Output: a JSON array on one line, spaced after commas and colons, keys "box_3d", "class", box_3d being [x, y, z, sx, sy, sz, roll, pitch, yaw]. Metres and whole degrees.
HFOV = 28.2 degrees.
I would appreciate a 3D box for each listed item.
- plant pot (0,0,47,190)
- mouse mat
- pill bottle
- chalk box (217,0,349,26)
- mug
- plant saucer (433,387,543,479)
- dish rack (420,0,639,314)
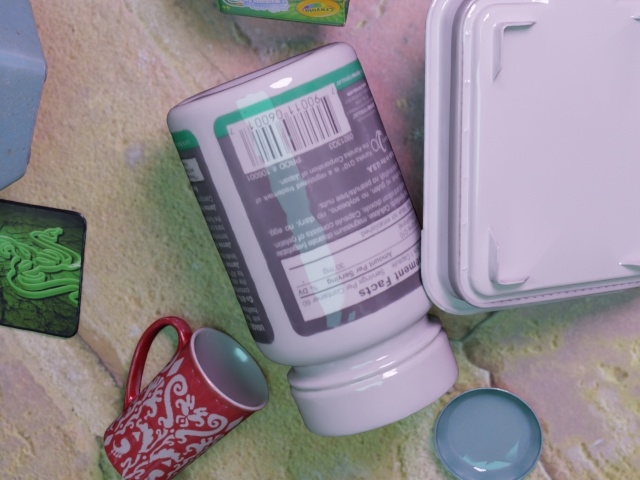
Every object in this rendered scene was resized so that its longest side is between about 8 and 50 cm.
[{"box_3d": [-0.416, -0.166, 1.277, 0.252, 0.247, 0.248, 2, 130, -25], "class": "plant pot"}, {"box_3d": [-0.363, 0.027, 1.459, 0.189, 0.007, 0.153, 9, 105, 6], "class": "mouse mat"}, {"box_3d": [0.000, 0.000, 1.288, 0.204, 0.204, 0.361, -18, 101, 13], "class": "pill bottle"}, {"box_3d": [-0.031, -0.297, 1.232, 0.132, 0.213, 0.132, 6, 60, 7], "class": "chalk box"}, {"box_3d": [-0.158, 0.181, 1.429, 0.113, 0.150, 0.169, 29, 116, -37], "class": "mug"}, {"box_3d": [0.186, 0.215, 1.407, 0.119, 0.021, 0.119, 3, 105, 9], "class": "plant saucer"}, {"box_3d": [0.238, -0.091, 1.225, 0.285, 0.072, 0.333, -6, 104, -21], "class": "dish rack"}]
